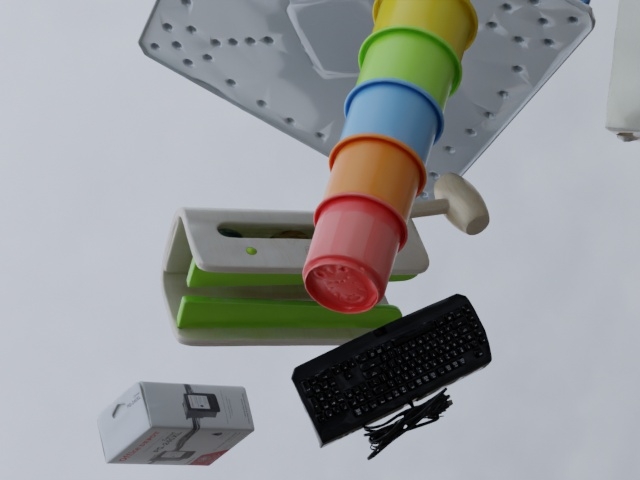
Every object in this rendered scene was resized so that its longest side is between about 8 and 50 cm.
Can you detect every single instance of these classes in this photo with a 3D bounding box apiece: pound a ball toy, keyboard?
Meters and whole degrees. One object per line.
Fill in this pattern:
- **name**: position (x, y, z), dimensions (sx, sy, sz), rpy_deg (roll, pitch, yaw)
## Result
- **pound a ball toy**: position (0.000, 0.000, 1.591), dimensions (0.319, 0.136, 0.208), rpy_deg (0, -48, -21)
- **keyboard**: position (0.075, 0.120, 1.252), dimensions (0.192, 0.100, 0.038), rpy_deg (-24, -3, -25)

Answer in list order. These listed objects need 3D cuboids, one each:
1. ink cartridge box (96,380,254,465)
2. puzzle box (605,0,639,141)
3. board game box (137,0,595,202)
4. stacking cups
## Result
- **ink cartridge box**: position (-0.173, 0.219, 1.701), dimensions (0.150, 0.063, 0.109), rpy_deg (7, -35, -38)
- **puzzle box**: position (0.332, -0.253, 0.878), dimensions (0.052, 0.272, 0.409), rpy_deg (11, -94, -63)
- **board game box**: position (0.034, -0.230, 1.505), dimensions (0.390, 0.390, 0.050), rpy_deg (-52, 12, 55)
- **stacking cups**: position (0.058, -0.075, 1.158), dimensions (0.096, 0.096, 0.316), rpy_deg (79, -159, -50)
